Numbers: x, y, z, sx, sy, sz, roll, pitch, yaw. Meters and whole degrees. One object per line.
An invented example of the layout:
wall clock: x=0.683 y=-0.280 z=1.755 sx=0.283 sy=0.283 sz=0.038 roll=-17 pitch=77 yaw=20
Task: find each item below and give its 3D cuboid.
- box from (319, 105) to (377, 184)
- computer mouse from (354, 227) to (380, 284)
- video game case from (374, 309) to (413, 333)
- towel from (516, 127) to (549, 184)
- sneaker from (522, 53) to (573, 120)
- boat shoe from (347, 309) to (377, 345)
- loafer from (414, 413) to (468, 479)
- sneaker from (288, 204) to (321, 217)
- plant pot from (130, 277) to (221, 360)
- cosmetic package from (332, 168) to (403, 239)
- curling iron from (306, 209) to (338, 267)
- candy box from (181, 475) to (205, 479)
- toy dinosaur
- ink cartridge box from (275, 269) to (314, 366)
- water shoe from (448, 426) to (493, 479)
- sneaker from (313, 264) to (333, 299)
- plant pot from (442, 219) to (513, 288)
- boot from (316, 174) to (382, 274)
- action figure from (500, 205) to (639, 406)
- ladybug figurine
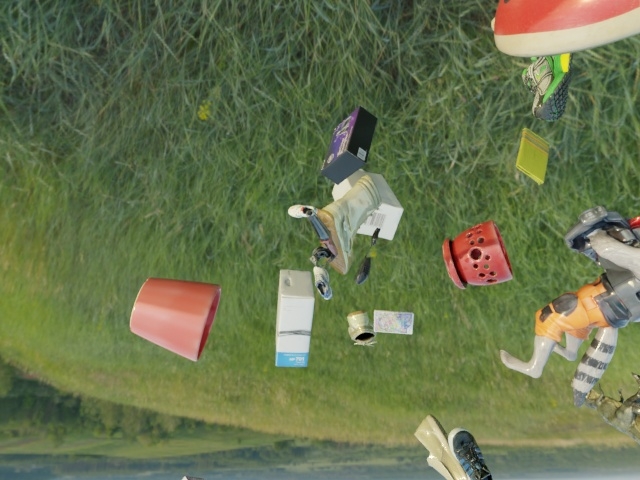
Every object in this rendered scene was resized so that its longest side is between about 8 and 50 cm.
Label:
box: x=0.113 y=-0.377 z=1.874 sx=0.103 sy=0.262 sz=0.184 roll=30 pitch=144 yaw=-19
computer mouse: x=0.183 y=0.058 z=1.735 sx=0.041 sy=0.242 sz=0.071 roll=25 pitch=159 yaw=-2
video game case: x=0.230 y=0.257 z=1.485 sx=0.121 sy=0.011 sz=0.087 roll=2 pitch=124 yaw=9
towel: x=0.669 y=-0.269 z=1.490 sx=0.102 sy=0.237 sz=0.021 roll=33 pitch=138 yaw=-1
sneaker: x=0.737 y=-0.505 z=1.552 sx=0.146 sy=0.344 sz=0.134 roll=5 pitch=137 yaw=29
boat shoe: x=0.160 y=0.359 z=1.820 sx=0.104 sy=0.090 sz=0.285 roll=-19 pitch=149 yaw=5
loafer: x=0.374 y=0.662 z=1.412 sx=0.092 sy=0.269 sz=0.102 roll=-36 pitch=143 yaw=9
sneaker: x=-0.074 y=-0.126 z=1.955 sx=0.161 sy=0.057 sz=0.075 roll=10 pitch=169 yaw=30
plant pot: x=-0.497 y=0.253 z=1.619 sx=0.242 sy=0.275 sz=0.275 roll=16 pitch=150 yaw=-5
cosmetic package: x=0.193 y=-0.174 z=2.046 sx=0.217 sy=0.385 sz=0.156 roll=11 pitch=116 yaw=-12
curling iron: x=0.000 y=0.000 z=1.052 sx=0.068 sy=0.035 sz=0.274 roll=-34 pitch=159 yaw=-8
candy box: x=-0.293 y=0.733 z=1.276 sx=0.196 sy=0.070 sz=0.165 roll=30 pitch=158 yaw=20
toy dinosaur: x=0.590 y=0.321 z=0.892 sx=0.063 sy=0.118 sz=0.268 roll=27 pitch=-169 yaw=-9
ink cartridge box: x=-0.065 y=0.185 z=1.138 sx=0.082 sy=0.140 sz=0.191 roll=5 pitch=113 yaw=-7
water shoe: x=0.406 y=0.579 z=1.223 sx=0.072 sy=0.203 sz=0.080 roll=-30 pitch=-174 yaw=-16
sneaker: x=0.005 y=0.151 z=1.742 sx=0.052 sy=0.136 sz=0.058 roll=-29 pitch=159 yaw=17
plant pot: x=0.483 y=0.051 z=1.459 sx=0.173 sy=0.191 sz=0.191 roll=-20 pitch=148 yaw=26
boot: x=0.092 y=-0.040 z=1.352 sx=0.095 sy=0.203 sz=0.262 roll=28 pitch=148 yaw=34
action figure: x=0.480 y=0.091 z=0.734 sx=0.340 sy=0.179 sz=0.330 roll=11 pitch=127 yaw=-34
ladybug figurine: x=0.566 y=-0.532 z=0.999 sx=0.449 sy=0.305 sz=0.162 roll=3 pitch=138 yaw=47
